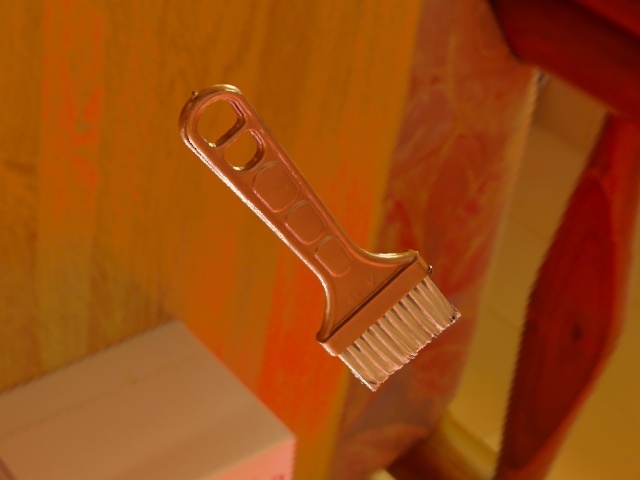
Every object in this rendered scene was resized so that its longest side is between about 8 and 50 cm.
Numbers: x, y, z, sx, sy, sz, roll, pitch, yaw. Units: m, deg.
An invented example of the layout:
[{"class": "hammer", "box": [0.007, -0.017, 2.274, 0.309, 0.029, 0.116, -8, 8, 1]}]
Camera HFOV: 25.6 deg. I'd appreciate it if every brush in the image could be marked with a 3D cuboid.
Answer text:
[{"class": "brush", "box": [0.000, 0.000, 0.875, 0.090, 0.017, 0.314, -43, 138, -2]}]
